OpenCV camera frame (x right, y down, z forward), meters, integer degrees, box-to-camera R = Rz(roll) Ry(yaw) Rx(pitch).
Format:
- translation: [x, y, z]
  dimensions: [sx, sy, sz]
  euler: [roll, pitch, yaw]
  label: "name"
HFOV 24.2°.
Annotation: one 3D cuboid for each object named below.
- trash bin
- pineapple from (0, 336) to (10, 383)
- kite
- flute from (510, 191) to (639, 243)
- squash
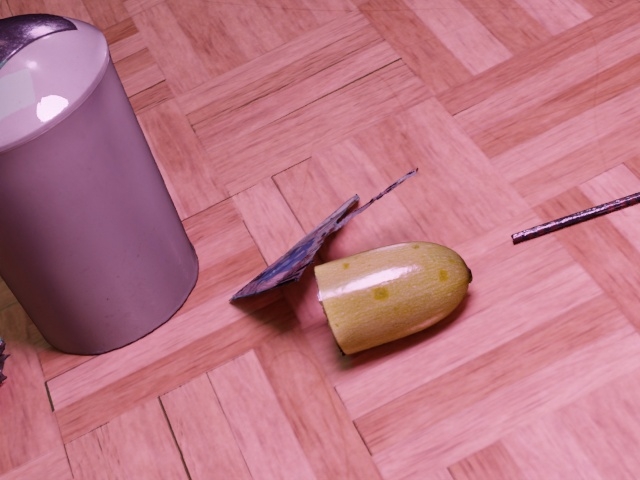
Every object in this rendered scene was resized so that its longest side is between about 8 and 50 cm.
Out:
- translation: [-0.347, -0.084, 1.946]
  dimensions: [0.280, 0.432, 0.280]
  euler: [-14, 39, 12]
  label: "trash bin"
- translation: [-0.522, 0.237, 1.858]
  dimensions: [0.202, 0.202, 0.362]
  euler: [1, 36, 30]
  label: "pineapple"
- translation: [0.000, 0.000, 1.914]
  dimensions: [0.314, 0.011, 0.335]
  euler: [-35, 9, 21]
  label: "kite"
- translation: [0.367, -0.044, 1.861]
  dimensions: [0.269, 0.014, 0.014]
  euler: [-19, 37, 6]
  label: "flute"
- translation: [0.093, 0.063, 1.799]
  dimensions: [0.186, 0.123, 0.123]
  euler: [-15, 37, 1]
  label: "squash"
